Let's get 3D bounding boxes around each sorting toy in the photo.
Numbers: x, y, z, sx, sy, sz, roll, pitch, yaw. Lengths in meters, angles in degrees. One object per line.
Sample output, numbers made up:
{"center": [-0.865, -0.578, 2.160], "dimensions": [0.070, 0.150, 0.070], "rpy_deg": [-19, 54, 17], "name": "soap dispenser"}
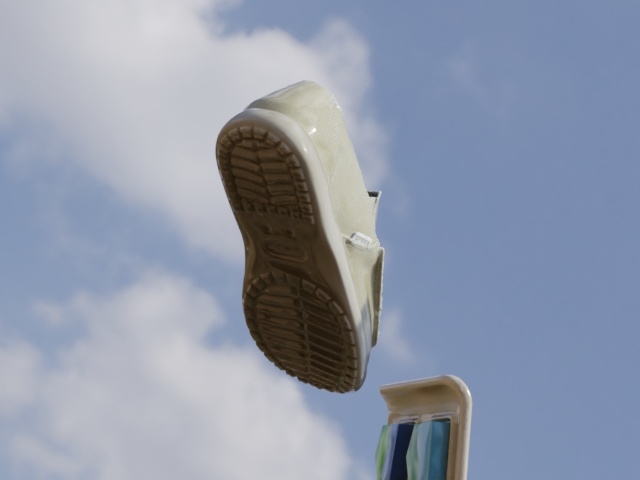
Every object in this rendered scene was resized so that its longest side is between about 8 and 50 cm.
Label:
{"center": [0.077, 0.220, 1.640], "dimensions": [0.038, 0.208, 0.193], "rpy_deg": [3, -8, -16], "name": "sorting toy"}

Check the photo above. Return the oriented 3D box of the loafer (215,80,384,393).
{"center": [0.000, 0.000, 1.357], "dimensions": [0.102, 0.092, 0.268], "rpy_deg": [19, -39, 25], "name": "loafer"}
